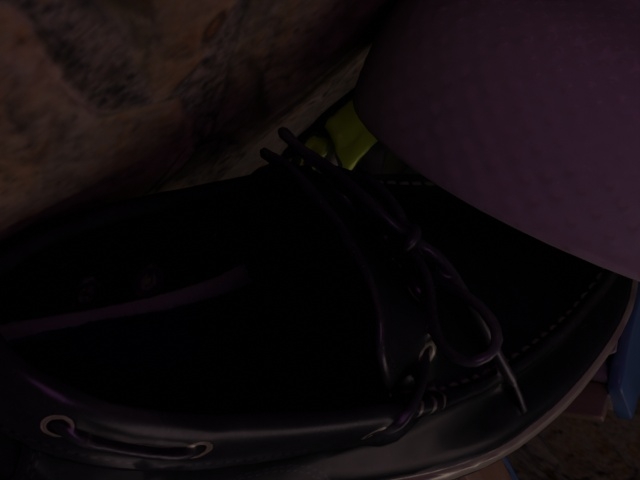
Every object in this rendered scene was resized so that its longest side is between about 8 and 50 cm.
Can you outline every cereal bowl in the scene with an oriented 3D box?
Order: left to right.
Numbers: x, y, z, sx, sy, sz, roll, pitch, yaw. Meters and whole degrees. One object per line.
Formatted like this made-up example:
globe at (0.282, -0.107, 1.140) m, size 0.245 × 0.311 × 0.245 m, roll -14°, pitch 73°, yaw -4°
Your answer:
cereal bowl at (0.195, -0.088, 0.955) m, size 0.339 × 0.339 × 0.141 m, roll -30°, pitch 142°, yaw -68°

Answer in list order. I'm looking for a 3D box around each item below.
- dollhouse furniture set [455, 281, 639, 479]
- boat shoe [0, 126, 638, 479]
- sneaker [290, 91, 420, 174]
dollhouse furniture set at (0.069, 0.049, 1.144) m, size 0.303 × 0.286 × 0.198 m, roll -66°, pitch 147°, yaw -29°
boat shoe at (0.005, 0.038, 0.860) m, size 0.500 × 0.187 × 0.156 m, roll -13°, pitch 147°, yaw -37°
sneaker at (0.112, -0.096, 1.238) m, size 0.300 × 0.121 × 0.111 m, roll -39°, pitch 176°, yaw -25°
